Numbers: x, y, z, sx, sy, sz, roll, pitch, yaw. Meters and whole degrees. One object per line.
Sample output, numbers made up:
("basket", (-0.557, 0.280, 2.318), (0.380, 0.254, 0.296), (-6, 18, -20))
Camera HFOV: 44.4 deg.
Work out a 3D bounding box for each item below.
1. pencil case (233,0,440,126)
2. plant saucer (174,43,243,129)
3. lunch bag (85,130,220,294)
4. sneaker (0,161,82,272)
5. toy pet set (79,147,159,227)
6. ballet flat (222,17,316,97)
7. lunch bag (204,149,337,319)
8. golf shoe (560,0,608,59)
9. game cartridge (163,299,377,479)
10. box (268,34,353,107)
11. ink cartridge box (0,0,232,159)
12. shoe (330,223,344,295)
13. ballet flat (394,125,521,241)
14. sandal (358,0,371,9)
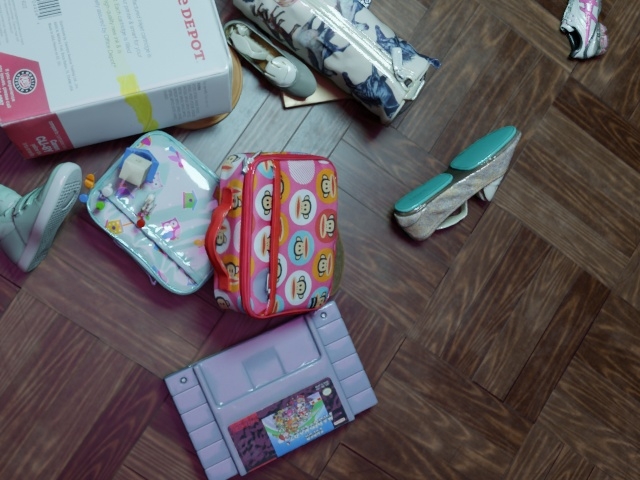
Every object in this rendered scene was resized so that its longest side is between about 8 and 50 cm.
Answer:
("pencil case", (0.022, -0.394, 1.461), (0.410, 0.183, 0.160), (38, 77, -7))
("plant saucer", (-0.245, -0.313, 1.494), (0.199, 0.037, 0.200), (1, 86, -13))
("lunch bag", (-0.273, -0.041, 1.436), (0.279, 0.108, 0.224), (43, 79, -6))
("sneaker", (-0.512, -0.068, 1.336), (0.151, 0.094, 0.256), (39, 124, -3))
("toy pet set", (-0.334, -0.102, 1.355), (0.122, 0.065, 0.114), (25, 116, -4))
("ballet flat", (-0.102, -0.342, 1.493), (0.213, 0.068, 0.072), (41, 118, 5))
("lunch bag", (-0.091, -0.013, 1.385), (0.258, 0.120, 0.293), (-4, 99, -45))
("golf shoe", (0.550, -0.479, 1.664), (0.085, 0.067, 0.186), (-13, 90, -11))
("game cartridge", (-0.088, 0.288, 1.489), (0.355, 0.068, 0.230), (-24, 88, -13))
("box", (0.008, -0.357, 1.560), (0.201, 0.021, 0.165), (-11, 90, -13))
("ink cartridge box", (-0.367, -0.331, 1.363), (0.384, 0.160, 0.279), (-15, 74, -9))
("shoe", (0.000, 0.000, 1.528), (0.076, 0.058, 0.219), (-5, 93, -45))
("ballet flat", (0.287, -0.108, 1.582), (0.316, 0.107, 0.106), (-35, 115, -7))
("sandal", (-0.011, -0.532, 1.551), (0.254, 0.054, 0.097), (44, 89, -7))
